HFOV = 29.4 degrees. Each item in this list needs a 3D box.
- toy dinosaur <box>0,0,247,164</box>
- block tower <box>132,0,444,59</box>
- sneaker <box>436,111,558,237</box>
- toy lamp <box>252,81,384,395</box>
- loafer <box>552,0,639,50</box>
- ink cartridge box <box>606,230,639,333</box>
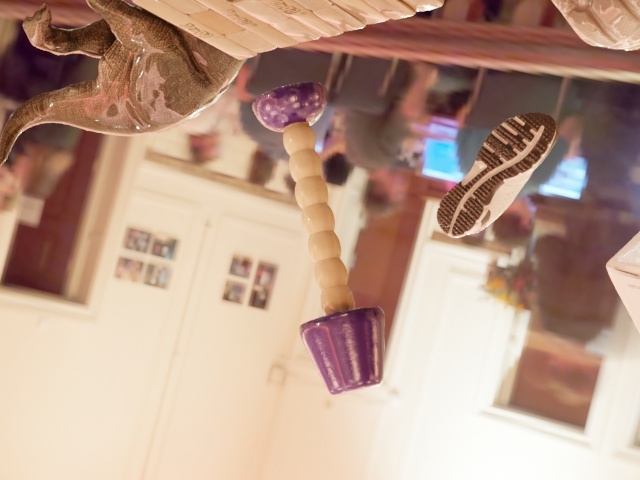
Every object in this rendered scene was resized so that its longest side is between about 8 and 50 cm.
[{"bbox_3d":[-0.108,-0.154,0.891,0.160,0.313,0.121,41,172,-27],"label":"toy dinosaur"},{"bbox_3d":[0.053,-0.174,0.602,0.336,0.090,0.097,-6,162,40],"label":"block tower"},{"bbox_3d":[0.127,-0.047,0.862,0.040,0.109,0.044,51,-160,22],"label":"sneaker"},{"bbox_3d":[0.000,0.000,1.083,0.080,0.274,0.080,-14,168,-3],"label":"toy lamp"},{"bbox_3d":[0.208,-0.304,1.062,0.112,0.319,0.111,-32,163,34],"label":"loafer"},{"bbox_3d":[0.288,0.059,0.720,0.092,0.158,0.218,11,136,59],"label":"ink cartridge box"}]
